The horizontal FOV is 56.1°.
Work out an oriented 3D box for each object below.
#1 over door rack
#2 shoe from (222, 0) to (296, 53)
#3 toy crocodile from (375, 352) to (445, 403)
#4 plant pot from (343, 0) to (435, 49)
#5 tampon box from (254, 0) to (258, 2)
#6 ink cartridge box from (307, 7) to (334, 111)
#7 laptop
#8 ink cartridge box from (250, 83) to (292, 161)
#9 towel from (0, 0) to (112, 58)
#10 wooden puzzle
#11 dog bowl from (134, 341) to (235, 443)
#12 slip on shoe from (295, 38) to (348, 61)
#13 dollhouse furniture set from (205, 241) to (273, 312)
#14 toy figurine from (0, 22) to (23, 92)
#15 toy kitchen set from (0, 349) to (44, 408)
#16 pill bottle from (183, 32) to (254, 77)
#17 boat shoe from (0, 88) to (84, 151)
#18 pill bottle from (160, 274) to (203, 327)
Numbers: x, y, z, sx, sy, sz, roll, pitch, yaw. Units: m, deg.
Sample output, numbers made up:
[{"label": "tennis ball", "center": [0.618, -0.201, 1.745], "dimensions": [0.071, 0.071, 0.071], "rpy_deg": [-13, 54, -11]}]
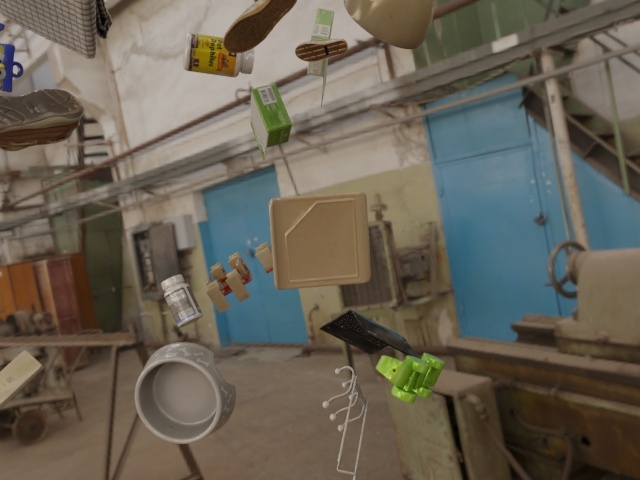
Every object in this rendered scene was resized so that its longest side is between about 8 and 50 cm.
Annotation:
[{"label": "over door rack", "center": [0.081, 0.583, 1.842], "dimensions": [0.108, 0.324, 0.239], "rpy_deg": [-7, -36, 12]}, {"label": "shoe", "center": [-0.145, -0.532, 1.447], "dimensions": [0.219, 0.076, 0.058], "rpy_deg": [-36, 29, 10]}, {"label": "toy crocodile", "center": [0.254, 0.365, 1.650], "dimensions": [0.105, 0.115, 0.340], "rpy_deg": [24, 4, 30]}, {"label": "plant pot", "center": [0.238, -0.750, 1.824], "dimensions": [0.284, 0.284, 0.191], "rpy_deg": [-12, -31, -38]}, {"label": "tampon box", "center": [-0.139, -0.794, 1.819], "dimensions": [0.161, 0.101, 0.120], "rpy_deg": [-39, -17, -3]}, {"label": "ink cartridge box", "center": [-0.004, -0.519, 1.735], "dimensions": [0.056, 0.235, 0.171], "rpy_deg": [9, 46, -1]}, {"label": "laptop", "center": [0.158, 0.336, 1.953], "dimensions": [0.234, 0.137, 0.264], "rpy_deg": [31, -44, -24]}, {"label": "ink cartridge box", "center": [-0.195, -0.441, 2.284], "dimensions": [0.097, 0.189, 0.255], "rpy_deg": [-17, -16, -14]}, {"label": "towel", "center": [-0.622, -0.583, 1.370], "dimensions": [0.283, 0.121, 0.235], "rpy_deg": [25, -28, -3]}, {"label": "wooden puzzle", "center": [0.000, 0.000, 1.439], "dimensions": [0.238, 0.221, 0.044], "rpy_deg": [-5, 8, -10]}, {"label": "dog bowl", "center": [-0.469, 0.527, 2.042], "dimensions": [0.348, 0.349, 0.102], "rpy_deg": [-11, 6, 10]}, {"label": "slip on shoe", "center": [0.003, -0.491, 1.538], "dimensions": [0.135, 0.051, 0.041], "rpy_deg": [-11, 28, 6]}, {"label": "dollhouse furniture set", "center": [-0.256, 0.132, 2.056], "dimensions": [0.259, 0.135, 0.262], "rpy_deg": [-30, 16, 1]}, {"label": "toy figurine", "center": [-0.780, -0.427, 1.341], "dimensions": [0.191, 0.363, 0.217], "rpy_deg": [14, 10, 36]}, {"label": "toy kitchen set", "center": [-0.724, 0.261, 1.324], "dimensions": [0.122, 0.207, 0.166], "rpy_deg": [-46, -1, -24]}, {"label": "pill bottle", "center": [-0.323, -0.584, 1.905], "dimensions": [0.215, 0.117, 0.117], "rpy_deg": [3, -2, -16]}, {"label": "boat shoe", "center": [-0.673, -0.242, 1.295], "dimensions": [0.324, 0.123, 0.116], "rpy_deg": [-16, -32, -41]}, {"label": "pill bottle", "center": [-0.399, 0.172, 1.719], "dimensions": [0.078, 0.137, 0.078], "rpy_deg": [-26, -9, -5]}]
